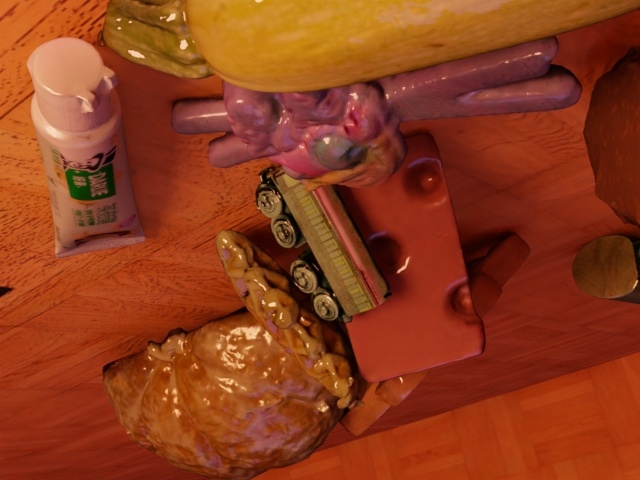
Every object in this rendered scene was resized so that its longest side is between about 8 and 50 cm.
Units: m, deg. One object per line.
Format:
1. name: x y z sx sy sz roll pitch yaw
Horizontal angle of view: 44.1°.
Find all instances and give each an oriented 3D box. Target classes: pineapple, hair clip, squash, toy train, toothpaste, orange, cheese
1. pineapple: 0.390 -0.099 0.612 0.364 0.166 0.165 -12 160 -11
2. hair clip: 0.034 -0.094 0.492 0.278 0.090 0.137 -21 150 18
3. squash: 0.032 -0.113 0.335 0.287 0.137 0.137 -25 158 17
4. toy train: 0.494 0.057 1.142 0.189 0.127 0.307 -28 156 35
5. toothpaste: -0.166 -0.043 0.563 0.058 0.056 0.314 30 158 0
6. orange: -0.094 0.195 1.020 0.368 0.211 0.271 -27 168 26
7. toy train: 0.000 0.000 0.650 0.070 0.148 0.038 -25 -174 32
8. cheese: 0.079 0.031 0.723 0.128 0.177 0.203 -15 161 4

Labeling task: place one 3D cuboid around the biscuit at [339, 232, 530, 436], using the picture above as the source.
1. biscuit: 0.132 0.129 1.025 0.275 0.052 0.355 -41 171 -44

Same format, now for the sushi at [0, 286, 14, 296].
1. sushi: -0.450 0.095 0.742 0.231 0.047 0.219 -26 157 30

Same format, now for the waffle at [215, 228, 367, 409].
1. waffle: -0.023 0.078 0.772 0.054 0.208 0.214 -43 171 -2
